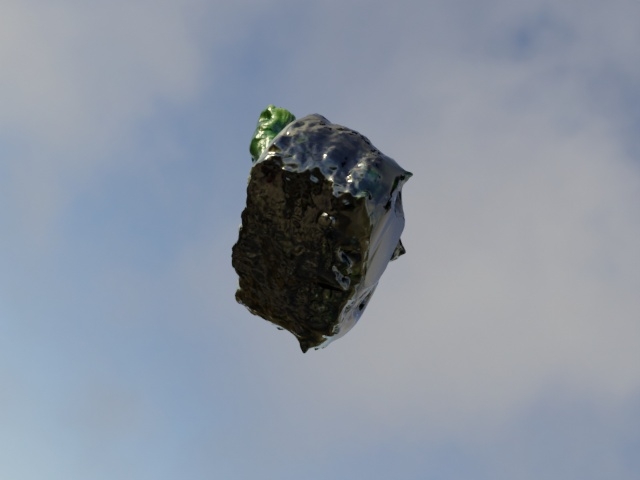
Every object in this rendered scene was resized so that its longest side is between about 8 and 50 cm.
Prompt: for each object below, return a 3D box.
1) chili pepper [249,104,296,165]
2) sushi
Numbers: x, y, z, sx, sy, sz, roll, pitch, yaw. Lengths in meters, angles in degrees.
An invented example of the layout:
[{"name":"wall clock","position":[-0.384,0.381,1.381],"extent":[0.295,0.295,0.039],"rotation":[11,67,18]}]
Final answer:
[{"name":"chili pepper","position":[-0.047,-0.075,1.459],"extent":[0.073,0.050,0.182],"rotation":[-62,-155,30]},{"name":"sushi","position":[0.000,0.000,1.198],"extent":[0.127,0.124,0.225],"rotation":[32,-39,15]}]
